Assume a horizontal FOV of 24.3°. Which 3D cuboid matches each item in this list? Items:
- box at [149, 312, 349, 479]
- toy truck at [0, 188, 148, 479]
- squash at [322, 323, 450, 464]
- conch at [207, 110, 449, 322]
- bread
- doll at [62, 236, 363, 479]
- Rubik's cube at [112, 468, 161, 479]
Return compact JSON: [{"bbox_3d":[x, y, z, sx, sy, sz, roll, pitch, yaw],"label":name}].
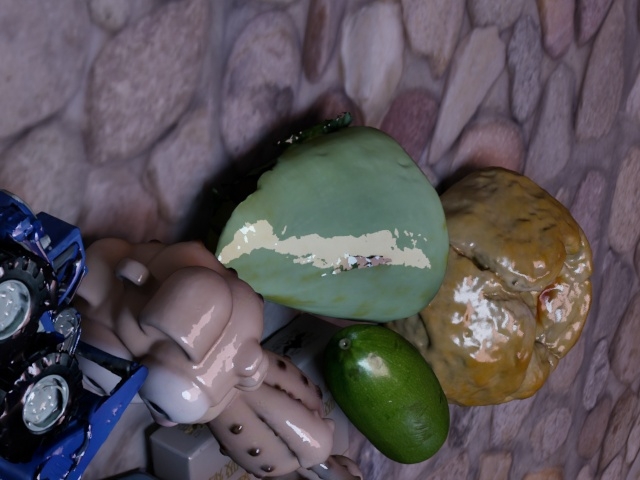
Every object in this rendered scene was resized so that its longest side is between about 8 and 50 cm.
[{"bbox_3d":[-0.050,0.264,1.288,0.204,0.051,0.365,-38,137,-42],"label":"box"},{"bbox_3d":[-0.192,0.062,0.916,0.126,0.113,0.208,-42,140,-36],"label":"toy truck"},{"bbox_3d":[0.065,0.138,1.274,0.082,0.082,0.292,-60,157,-12],"label":"squash"},{"bbox_3d":[0.004,-0.018,1.168,0.250,0.137,0.143,19,120,-39],"label":"conch"},{"bbox_3d":[0.168,0.054,1.408,0.244,0.134,0.244,-32,131,-45],"label":"bread"},{"bbox_3d":[-0.064,0.104,1.051,0.278,0.154,0.119,48,67,-31],"label":"doll"},{"bbox_3d":[-0.139,0.309,1.050,0.205,0.205,0.207,-10,115,-53],"label":"Rubik's cube"}]
